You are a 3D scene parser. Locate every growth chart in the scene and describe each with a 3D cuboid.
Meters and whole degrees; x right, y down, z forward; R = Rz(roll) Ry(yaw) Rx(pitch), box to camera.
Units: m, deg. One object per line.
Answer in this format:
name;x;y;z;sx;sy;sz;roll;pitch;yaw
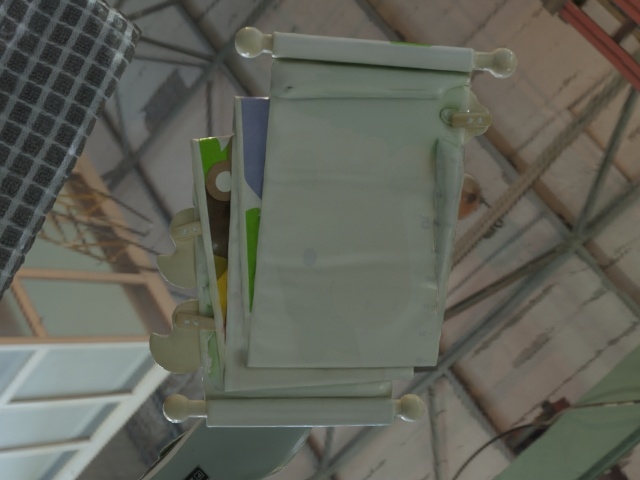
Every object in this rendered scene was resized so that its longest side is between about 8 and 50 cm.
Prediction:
growth chart;0.000;0.000;0.533;0.172;0.021;0.237;9;-76;-6

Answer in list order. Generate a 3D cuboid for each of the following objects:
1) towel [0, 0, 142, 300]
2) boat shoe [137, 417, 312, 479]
towel;-0.293;-0.098;0.727;0.121;0.235;0.283;6;-111;60
boat shoe;-0.101;0.193;0.840;0.078;0.219;0.070;55;-15;-4
